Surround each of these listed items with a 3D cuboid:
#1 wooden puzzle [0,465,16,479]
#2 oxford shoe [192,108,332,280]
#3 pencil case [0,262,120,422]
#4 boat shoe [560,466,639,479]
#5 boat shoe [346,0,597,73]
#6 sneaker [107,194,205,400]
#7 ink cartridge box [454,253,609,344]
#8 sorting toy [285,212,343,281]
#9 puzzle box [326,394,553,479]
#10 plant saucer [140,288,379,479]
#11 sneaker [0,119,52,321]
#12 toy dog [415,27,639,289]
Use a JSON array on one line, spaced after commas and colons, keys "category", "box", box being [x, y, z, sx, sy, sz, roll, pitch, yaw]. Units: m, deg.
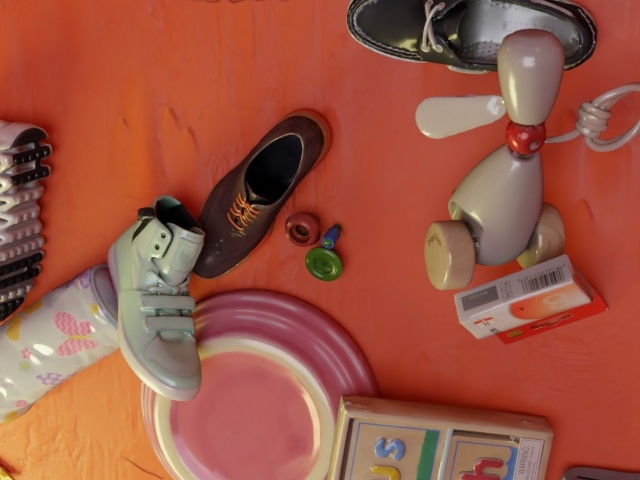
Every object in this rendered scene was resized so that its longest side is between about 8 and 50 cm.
[{"category": "wooden puzzle", "box": [-0.472, 0.379, 1.997, 0.079, 0.014, 0.116, 31, 110, 10]}, {"category": "oxford shoe", "box": [-0.094, -0.052, 1.731, 0.097, 0.098, 0.271, 37, 111, 2]}, {"category": "pencil case", "box": [-0.359, 0.141, 1.849, 0.273, 0.113, 0.124, -34, 113, 21]}, {"category": "boat shoe", "box": [0.413, 0.337, 1.719, 0.226, 0.083, 0.075, 9, 119, 25]}, {"category": "boat shoe", "box": [0.170, -0.254, 1.609, 0.303, 0.091, 0.114, 3, 105, 14]}, {"category": "sneaker", "box": [-0.190, 0.065, 1.722, 0.151, 0.094, 0.255, -49, 52, 40]}, {"category": "ink cartridge box", "box": [0.257, 0.089, 1.641, 0.145, 0.179, 0.045, -21, 56, 19]}, {"category": "sorting toy", "box": [0.000, 0.000, 1.757, 0.061, 0.042, 0.102, -23, 110, 35]}, {"category": "puzzle box", "box": [0.129, 0.404, 1.777, 0.272, 0.052, 0.408, 6, 107, -5]}, {"category": "plant saucer", "box": [-0.090, 0.231, 1.816, 0.332, 0.084, 0.332, 4, 105, 14]}, {"category": "sneaker", "box": [-0.439, -0.026, 1.840, 0.118, 0.110, 0.292, 18, 106, 24]}, {"category": "toy dog", "box": [0.208, -0.101, 1.587, 0.220, 0.161, 0.333, 11, 120, -30]}]
